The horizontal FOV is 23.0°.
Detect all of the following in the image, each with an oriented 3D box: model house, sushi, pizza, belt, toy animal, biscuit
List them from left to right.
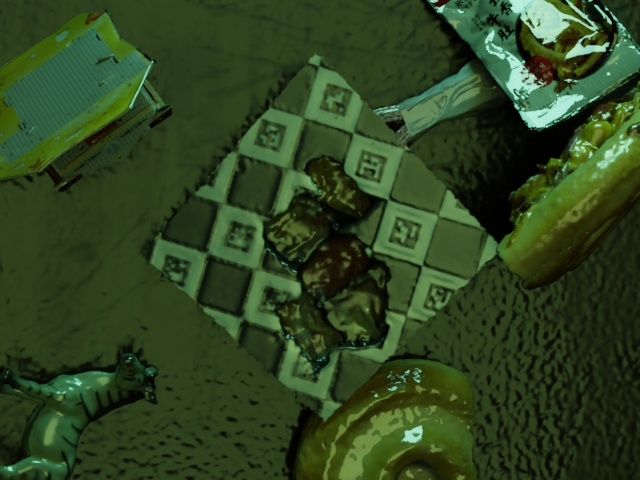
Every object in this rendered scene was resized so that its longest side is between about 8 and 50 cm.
[{"bbox_3d":[-0.285,0.207,1.730,0.176,0.073,0.217,19,95,-23],"label":"toy animal"},{"bbox_3d":[-0.258,-0.111,1.686,0.219,0.207,0.136,-38,134,-4],"label":"model house"},{"bbox_3d":[0.000,0.000,1.734,0.292,0.059,0.294,44,97,-1],"label":"sushi"},{"bbox_3d":[0.075,0.276,1.768,0.213,0.091,0.274,-6,96,-9],"label":"biscuit"},{"bbox_3d":[0.135,-0.152,1.770,0.232,0.053,0.071,-31,90,-4],"label":"belt"},{"bbox_3d":[0.309,-0.076,1.702,0.114,0.278,0.409,46,63,5],"label":"pizza"}]

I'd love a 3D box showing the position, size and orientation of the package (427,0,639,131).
[{"bbox_3d":[0.233,-0.237,1.736,0.154,0.030,0.239,-33,63,-4],"label":"package"}]
